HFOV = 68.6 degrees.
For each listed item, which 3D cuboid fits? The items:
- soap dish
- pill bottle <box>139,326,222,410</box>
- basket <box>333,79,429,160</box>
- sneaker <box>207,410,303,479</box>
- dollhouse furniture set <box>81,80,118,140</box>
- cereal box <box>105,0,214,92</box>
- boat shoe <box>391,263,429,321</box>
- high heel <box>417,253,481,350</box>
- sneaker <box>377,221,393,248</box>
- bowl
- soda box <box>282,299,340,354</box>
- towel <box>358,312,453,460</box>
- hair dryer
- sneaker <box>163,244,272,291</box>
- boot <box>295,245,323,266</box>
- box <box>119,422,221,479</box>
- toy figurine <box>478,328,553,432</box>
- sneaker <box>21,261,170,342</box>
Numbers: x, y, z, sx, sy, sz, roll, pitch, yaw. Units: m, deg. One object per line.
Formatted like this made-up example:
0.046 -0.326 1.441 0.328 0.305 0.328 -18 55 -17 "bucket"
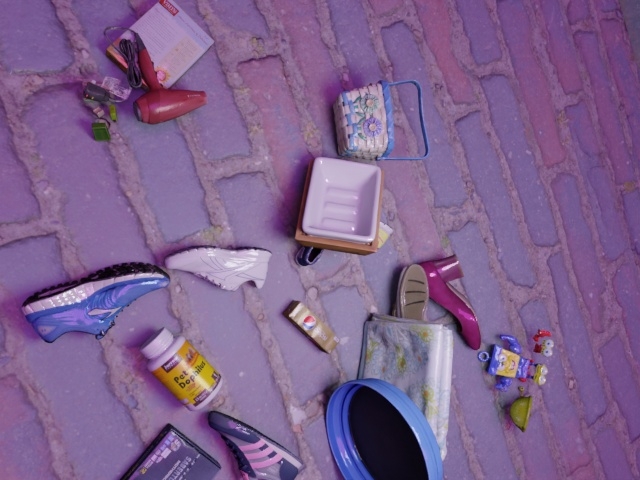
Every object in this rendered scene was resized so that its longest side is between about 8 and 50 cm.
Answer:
0.059 -0.097 1.371 0.229 0.118 0.290 9 60 1 "soap dish"
-0.363 0.330 1.218 0.117 0.117 0.215 -44 104 -21 "pill bottle"
0.195 -0.368 1.479 0.289 0.201 0.254 -9 89 -15 "basket"
-0.195 0.587 1.280 0.319 0.112 0.131 39 69 -16 "sneaker"
-0.573 -0.340 1.224 0.076 0.058 0.151 -8 70 -18 "dollhouse furniture set"
-0.435 -0.528 1.287 0.173 0.047 0.240 43 70 -17 "cereal box"
0.280 0.228 1.528 0.113 0.103 0.302 6 85 -24 "boat shoe"
0.431 0.234 1.623 0.181 0.127 0.377 -20 102 8 "high heel"
0.131 -0.040 1.496 0.208 0.081 0.094 28 86 -16 "sneaker"
0.170 0.572 1.303 0.077 0.391 0.391 -12 91 -38 "bowl"
-0.027 0.260 1.408 0.181 0.061 0.058 47 70 -15 "soda box"
0.236 0.411 1.377 0.090 0.320 0.374 9 82 -32 "towel"
-0.434 -0.412 1.211 0.294 0.080 0.223 22 80 -24 "hair dryer"
-0.275 0.077 1.287 0.297 0.111 0.129 3 91 -23 "sneaker"
0.000 0.000 1.426 0.069 0.086 0.190 37 73 -18 "boot"
-0.402 0.627 1.211 0.183 0.059 0.232 47 70 -16 "box"
0.670 0.472 1.701 0.217 0.191 0.362 16 86 8 "toy figurine"
-0.536 0.155 1.166 0.330 0.130 0.147 -19 109 -21 "sneaker"
